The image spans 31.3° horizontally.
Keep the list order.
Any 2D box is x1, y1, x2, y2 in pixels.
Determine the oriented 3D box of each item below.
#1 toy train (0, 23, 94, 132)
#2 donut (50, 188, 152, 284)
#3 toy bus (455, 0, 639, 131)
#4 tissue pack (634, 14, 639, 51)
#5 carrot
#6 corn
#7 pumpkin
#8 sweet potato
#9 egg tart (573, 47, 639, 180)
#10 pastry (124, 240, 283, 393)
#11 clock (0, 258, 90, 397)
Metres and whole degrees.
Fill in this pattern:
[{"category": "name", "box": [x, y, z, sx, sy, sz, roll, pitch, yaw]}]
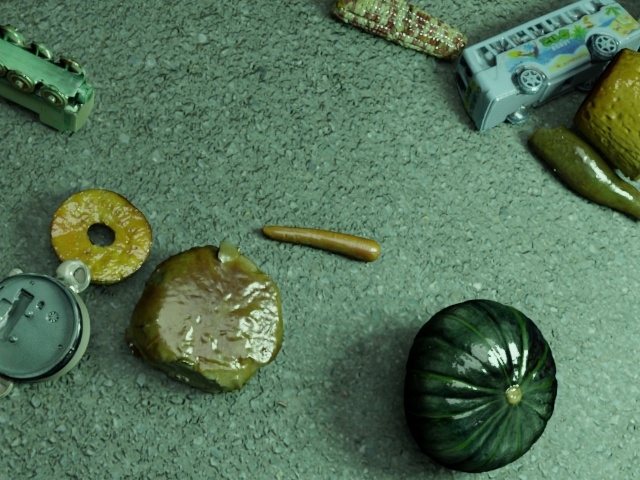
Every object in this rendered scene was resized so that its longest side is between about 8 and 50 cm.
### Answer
[{"category": "toy train", "box": [-0.433, -0.240, 1.711, 0.194, 0.125, 0.081, 26, 59, 1]}, {"category": "donut", "box": [-0.324, 0.000, 1.680, 0.152, 0.058, 0.152, 4, 68, -10]}, {"category": "toy bus", "box": [0.381, -0.304, 1.927, 0.329, 0.109, 0.136, -25, 67, -20]}, {"category": "tissue pack", "box": [0.727, -0.279, 1.880, 0.207, 0.297, 0.380, -12, 70, -29]}, {"category": "carrot", "box": [0.000, 0.000, 1.767, 0.190, 0.037, 0.037, 12, 68, -4]}, {"category": "corn", "box": [0.131, -0.366, 1.912, 0.237, 0.079, 0.079, 23, 67, -8]}, {"category": "pumpkin", "box": [0.218, 0.210, 1.647, 0.250, 0.216, 0.250, 7, 79, -42]}, {"category": "sweet potato", "box": [0.450, -0.110, 1.882, 0.243, 0.077, 0.077, 40, 67, 7]}, {"category": "egg tart", "box": [0.506, -0.213, 1.841, 0.147, 0.202, 0.202, 34, 67, 3]}, {"category": "pastry", "box": [-0.168, 0.117, 1.648, 0.229, 0.100, 0.218, -11, 77, -21]}, {"category": "clock", "box": [-0.404, 0.121, 1.594, 0.155, 0.063, 0.229, 36, 82, 5]}]
